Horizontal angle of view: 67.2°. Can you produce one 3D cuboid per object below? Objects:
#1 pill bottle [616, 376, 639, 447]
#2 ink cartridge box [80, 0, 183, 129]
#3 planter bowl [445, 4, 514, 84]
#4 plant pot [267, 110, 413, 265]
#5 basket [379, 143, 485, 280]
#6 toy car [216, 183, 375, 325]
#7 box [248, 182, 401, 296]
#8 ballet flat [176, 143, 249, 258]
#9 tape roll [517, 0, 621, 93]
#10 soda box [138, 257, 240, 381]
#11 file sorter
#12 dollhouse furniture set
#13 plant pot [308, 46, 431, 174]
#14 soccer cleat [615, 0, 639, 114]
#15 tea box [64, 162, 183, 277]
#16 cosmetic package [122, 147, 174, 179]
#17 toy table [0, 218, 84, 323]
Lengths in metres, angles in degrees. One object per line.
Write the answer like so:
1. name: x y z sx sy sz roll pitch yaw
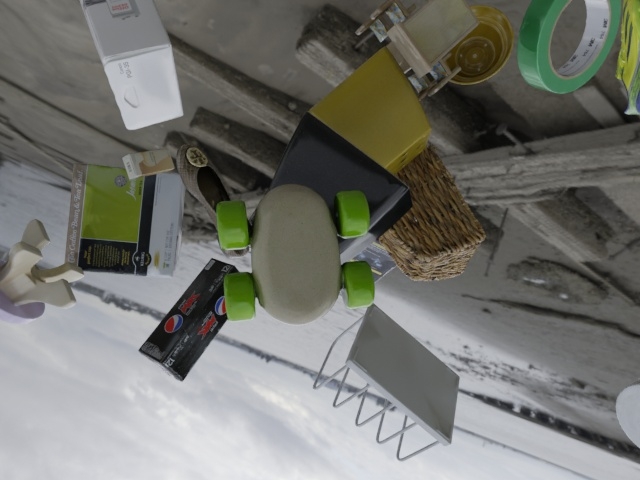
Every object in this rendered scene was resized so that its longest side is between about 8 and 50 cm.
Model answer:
1. pill bottle: 0.533 0.220 0.678 0.221 0.121 0.121 -10 180 -26
2. ink cartridge box: -0.360 -0.384 0.895 0.117 0.283 0.207 -20 164 -16
3. planter bowl: 0.427 -0.531 1.350 0.217 0.217 0.090 14 -177 24
4. plant pot: 0.018 -0.059 0.762 0.187 0.167 0.188 40 -175 12
5. basket: 0.233 -0.045 1.211 0.213 0.299 0.223 -20 157 -8
6. toy car: -0.036 0.010 0.575 0.154 0.149 0.188 -5 -175 -9
7. box: 0.000 0.000 1.334 0.394 0.097 0.318 26 144 -12
8. ballet flat: -0.206 -0.080 0.960 0.058 0.084 0.250 -18 99 42
9. tape roll: 0.707 -0.589 1.371 0.321 0.321 0.077 33 -171 -39
10. soda box: -0.176 0.110 0.690 0.053 0.169 0.060 15 148 35
11. file sorter: 0.146 0.328 1.095 0.277 0.193 0.173 41 125 -5
12. dollhouse furniture set: 0.185 -0.402 1.020 0.212 0.161 0.242 50 163 -11
13. plant pot: 0.121 -0.241 1.052 0.187 0.212 0.212 50 180 9
14. soccer cleat: 0.717 -0.428 1.098 0.093 0.290 0.121 -12 -178 -21
15. tea box: -0.616 -0.058 1.561 0.323 0.329 0.220 6 179 -12
16. cosmetic package: -0.442 -0.199 1.245 0.041 0.060 0.115 -10 -169 42
17. toy table: -0.725 0.088 1.197 0.252 0.160 0.274 59 174 5
